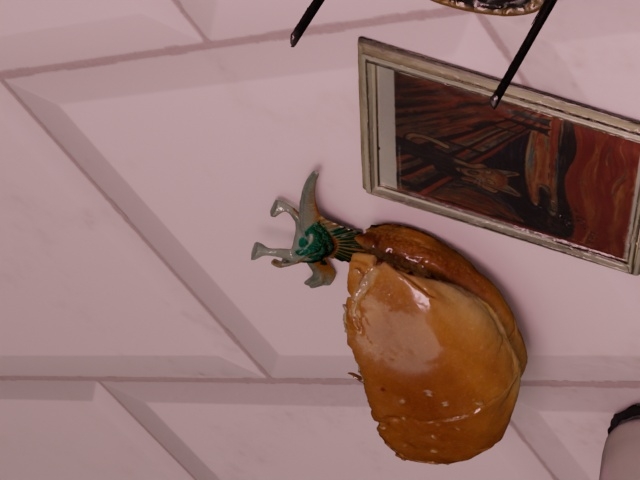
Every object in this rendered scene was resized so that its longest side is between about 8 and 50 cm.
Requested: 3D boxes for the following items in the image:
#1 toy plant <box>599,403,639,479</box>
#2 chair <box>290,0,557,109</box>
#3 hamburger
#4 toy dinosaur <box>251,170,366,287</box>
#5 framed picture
[{"bbox_3d":[0.332,0.346,1.839,0.247,0.332,0.247,19,151,11],"label":"toy plant"},{"bbox_3d":[0.097,-0.211,1.329,0.159,0.247,0.172,17,125,15],"label":"chair"},{"bbox_3d":[0.112,0.106,1.823,0.156,0.144,0.283,10,144,26],"label":"hamburger"},{"bbox_3d":[0.001,-0.003,1.850,0.106,0.044,0.187,21,139,-17],"label":"toy dinosaur"},{"bbox_3d":[0.157,-0.064,1.653,0.273,0.016,0.216,18,148,15],"label":"framed picture"}]
